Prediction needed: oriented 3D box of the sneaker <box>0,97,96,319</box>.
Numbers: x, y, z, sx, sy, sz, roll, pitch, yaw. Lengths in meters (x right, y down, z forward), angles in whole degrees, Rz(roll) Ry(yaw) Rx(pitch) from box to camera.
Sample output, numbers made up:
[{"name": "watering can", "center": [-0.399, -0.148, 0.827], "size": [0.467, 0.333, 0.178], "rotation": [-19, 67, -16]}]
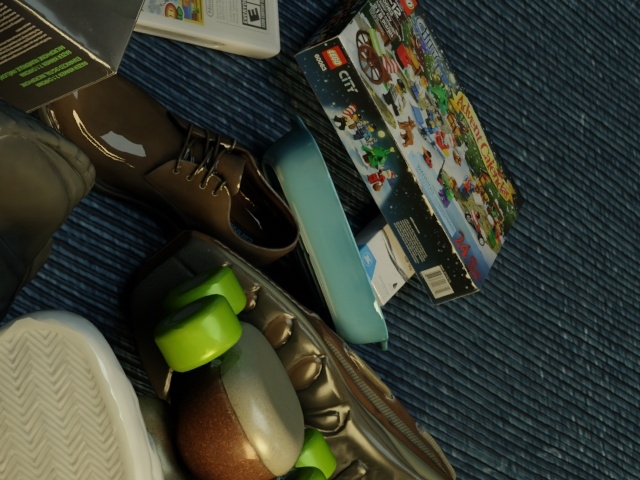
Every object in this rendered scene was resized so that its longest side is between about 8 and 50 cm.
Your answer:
[{"name": "sneaker", "center": [-0.202, 0.008, 1.047], "size": [0.109, 0.286, 0.130], "rotation": [25, 65, 1]}]

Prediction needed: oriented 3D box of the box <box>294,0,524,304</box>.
[{"name": "box", "center": [0.076, -0.087, 1.501], "size": [0.233, 0.044, 0.159], "rotation": [60, 31, -17]}]

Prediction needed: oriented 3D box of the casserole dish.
[{"name": "casserole dish", "center": [0.000, 0.000, 1.386], "size": [0.037, 0.114, 0.188], "rotation": [-21, 98, -8]}]

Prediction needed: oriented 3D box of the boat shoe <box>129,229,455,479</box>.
[{"name": "boat shoe", "center": [-0.010, 0.124, 1.338], "size": [0.324, 0.122, 0.120], "rotation": [50, 15, -14]}]

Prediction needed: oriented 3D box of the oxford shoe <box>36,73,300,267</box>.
[{"name": "oxford shoe", "center": [-0.098, -0.060, 1.293], "size": [0.227, 0.096, 0.083], "rotation": [37, 56, -33]}]

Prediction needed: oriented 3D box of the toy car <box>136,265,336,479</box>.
[{"name": "toy car", "center": [-0.106, 0.133, 1.194], "size": [0.155, 0.188, 0.149], "rotation": [62, 5, -11]}]

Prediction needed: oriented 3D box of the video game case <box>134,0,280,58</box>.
[{"name": "video game case", "center": [-0.115, -0.259, 1.381], "size": [0.206, 0.026, 0.227], "rotation": [7, 75, -46]}]

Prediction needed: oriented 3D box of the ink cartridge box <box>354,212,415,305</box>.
[{"name": "ink cartridge box", "center": [0.050, 0.012, 1.482], "size": [0.083, 0.028, 0.048], "rotation": [-45, 112, -45]}]

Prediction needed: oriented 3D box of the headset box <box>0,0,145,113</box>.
[{"name": "headset box", "center": [-0.215, -0.249, 1.170], "size": [0.283, 0.131, 0.246], "rotation": [34, 58, -31]}]

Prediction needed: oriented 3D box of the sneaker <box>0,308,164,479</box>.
[{"name": "sneaker", "center": [-0.112, 0.157, 1.052], "size": [0.169, 0.108, 0.292], "rotation": [-49, 133, -66]}]
